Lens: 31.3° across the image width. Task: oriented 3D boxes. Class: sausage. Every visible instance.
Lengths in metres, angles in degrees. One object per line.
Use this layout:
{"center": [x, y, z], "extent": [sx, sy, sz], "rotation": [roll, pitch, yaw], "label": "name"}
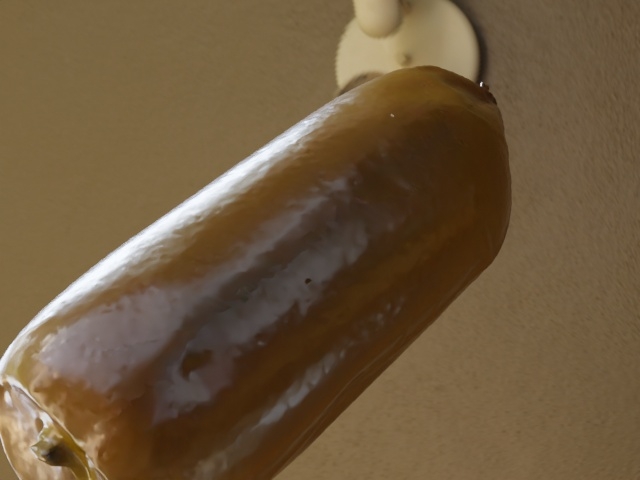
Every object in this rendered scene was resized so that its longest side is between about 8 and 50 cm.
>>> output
{"center": [0.004, 0.004, 0.506], "extent": [0.112, 0.112, 0.328], "rotation": [35, -128, 21], "label": "sausage"}
